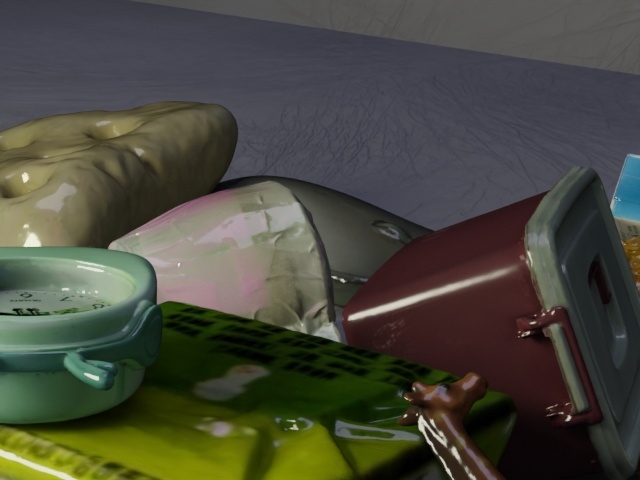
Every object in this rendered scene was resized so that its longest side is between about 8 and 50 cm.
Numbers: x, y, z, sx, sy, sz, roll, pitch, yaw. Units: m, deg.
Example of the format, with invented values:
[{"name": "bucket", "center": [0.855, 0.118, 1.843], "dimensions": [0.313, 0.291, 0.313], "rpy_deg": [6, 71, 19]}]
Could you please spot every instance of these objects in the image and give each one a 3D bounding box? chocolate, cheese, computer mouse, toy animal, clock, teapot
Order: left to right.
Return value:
[{"name": "clock", "center": [-0.171, 0.056, 0.935], "dimensions": [0.159, 0.066, 0.211], "rpy_deg": [0, 14, -10]}, {"name": "cheese", "center": [-0.206, -0.050, 1.594], "dimensions": [0.328, 0.129, 0.351], "rpy_deg": [-18, 20, -22]}, {"name": "chocolate", "center": [-0.080, 0.150, 0.996], "dimensions": [0.301, 0.137, 0.289], "rpy_deg": [13, 17, 34]}, {"name": "teapot", "center": [-0.084, 0.070, 1.328], "dimensions": [0.178, 0.221, 0.163], "rpy_deg": [-12, -19, -20]}, {"name": "computer mouse", "center": [0.001, -0.006, 1.672], "dimensions": [0.331, 0.095, 0.197], "rpy_deg": [15, 23, 35]}, {"name": "toy animal", "center": [0.125, 0.188, 0.851], "dimensions": [0.230, 0.066, 0.224], "rpy_deg": [20, 56, 9]}]

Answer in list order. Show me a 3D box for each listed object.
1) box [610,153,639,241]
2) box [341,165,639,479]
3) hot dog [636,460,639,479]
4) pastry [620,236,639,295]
[{"name": "box", "center": [0.373, -0.002, 1.600], "dimensions": [0.139, 0.073, 0.194], "rpy_deg": [13, -19, 24]}, {"name": "box", "center": [0.139, 0.070, 1.198], "dimensions": [0.168, 0.193, 0.294], "rpy_deg": [-16, 7, 19]}, {"name": "hot dog", "center": [0.287, 0.167, 1.112], "dimensions": [0.123, 0.093, 0.261], "rpy_deg": [-4, 0, 4]}, {"name": "pastry", "center": [0.326, 0.055, 1.497], "dimensions": [0.250, 0.102, 0.154], "rpy_deg": [17, 31, 31]}]
